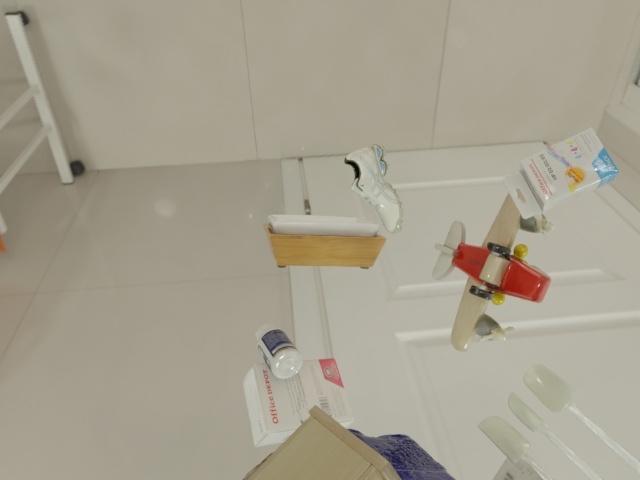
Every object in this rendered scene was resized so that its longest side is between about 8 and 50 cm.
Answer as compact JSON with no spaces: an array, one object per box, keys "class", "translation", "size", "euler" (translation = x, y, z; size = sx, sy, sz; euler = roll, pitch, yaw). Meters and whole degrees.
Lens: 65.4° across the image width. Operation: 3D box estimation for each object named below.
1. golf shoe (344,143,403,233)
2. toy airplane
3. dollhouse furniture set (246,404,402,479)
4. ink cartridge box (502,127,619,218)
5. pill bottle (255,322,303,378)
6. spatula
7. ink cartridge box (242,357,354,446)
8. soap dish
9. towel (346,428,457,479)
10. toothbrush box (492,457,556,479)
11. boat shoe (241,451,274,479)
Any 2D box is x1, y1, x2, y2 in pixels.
[{"class":"golf shoe","translation":[0.097,-0.091,0.943],"size":[0.086,0.176,0.069],"euler":[-17,174,-20]},{"class":"toy airplane","translation":[0.489,0.082,1.391],"size":[0.272,0.385,0.386],"euler":[18,140,-12]},{"class":"dollhouse furniture set","translation":[0.056,0.375,0.492],"size":[0.198,0.286,0.303],"euler":[-41,114,-20]},{"class":"ink cartridge box","translation":[0.468,-0.129,0.986],"size":[0.181,0.104,0.061],"euler":[-26,160,13]},{"class":"pill bottle","translation":[-0.124,0.308,1.419],"size":[0.094,0.169,0.094],"euler":[-12,118,-24]},{"class":"spatula","translation":[0.417,0.350,0.848],"size":[0.168,0.242,0.019],"euler":[-47,149,1]},{"class":"ink cartridge box","translation":[-0.070,0.471,1.475],"size":[0.283,0.207,0.117],"euler":[4,140,-29]},{"class":"soap dish","translation":[0.000,0.000,1.299],"size":[0.290,0.229,0.118],"euler":[2,97,-11]},{"class":"towel","translation":[0.179,0.453,0.865],"size":[0.227,0.308,0.076],"euler":[23,95,-39]},{"class":"toothbrush box","translation":[0.692,0.784,1.477],"size":[0.283,0.206,0.122],"euler":[34,87,-10]},{"class":"boat shoe","translation":[-0.176,0.659,1.297],"size":[0.110,0.104,0.307],"euler":[39,131,21]}]
